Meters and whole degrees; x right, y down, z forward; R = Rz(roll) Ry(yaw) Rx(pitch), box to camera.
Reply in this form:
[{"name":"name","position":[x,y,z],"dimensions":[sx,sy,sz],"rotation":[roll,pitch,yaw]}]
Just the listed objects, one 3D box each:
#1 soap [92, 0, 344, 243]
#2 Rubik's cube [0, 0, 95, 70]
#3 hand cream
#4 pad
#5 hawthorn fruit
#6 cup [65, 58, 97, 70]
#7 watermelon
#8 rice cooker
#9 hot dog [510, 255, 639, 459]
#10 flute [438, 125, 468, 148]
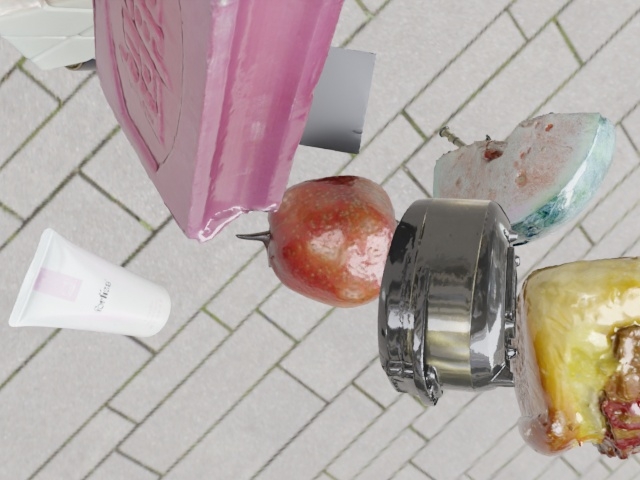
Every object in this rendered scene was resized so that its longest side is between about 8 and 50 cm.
[{"name":"soap","position":[-0.101,-0.192,0.682],"dimensions":[0.128,0.233,0.359],"rotation":[-24,158,-25]},{"name":"Rubik's cube","position":[-0.307,-0.444,1.058],"dimensions":[0.319,0.322,0.315],"rotation":[-15,94,-6]},{"name":"hand cream","position":[-0.438,0.107,1.518],"dimensions":[0.359,0.118,0.185],"rotation":[29,80,-60]},{"name":"pad","position":[0.031,-0.328,1.806],"dimensions":[0.164,0.004,0.243],"rotation":[10,111,0]},{"name":"hawthorn fruit","position":[0.000,0.000,1.648],"dimensions":[0.369,0.284,0.284],"rotation":[6,116,4]},{"name":"cup","position":[-0.397,-0.411,1.397],"dimensions":[0.177,0.239,0.166],"rotation":[-20,155,-39]},{"name":"watermelon","position":[0.318,-0.064,1.175],"dimensions":[0.175,0.322,0.188],"rotation":[15,79,-21]},{"name":"rice cooker","position":[0.101,0.044,0.599],"dimensions":[0.106,0.165,0.112],"rotation":[-3,151,15]},{"name":"hot dog","position":[0.338,0.155,0.965],"dimensions":[0.185,0.405,0.223],"rotation":[-4,78,10]},{"name":"flute","position":[0.298,-0.156,1.462],"dimensions":[0.027,0.233,0.027],"rotation":[-17,130,-21]}]
